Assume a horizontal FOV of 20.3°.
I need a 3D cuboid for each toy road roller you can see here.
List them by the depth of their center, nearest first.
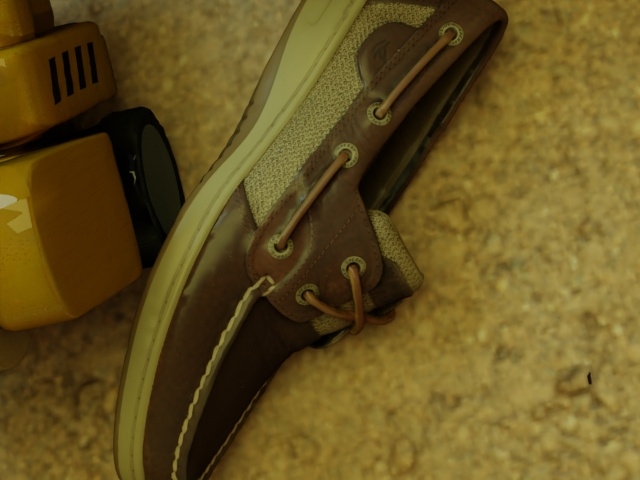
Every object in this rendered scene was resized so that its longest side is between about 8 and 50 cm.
[{"bbox_3d":[-0.217,-0.064,0.957,0.203,0.329,0.240,-12,100,11],"label":"toy road roller"}]

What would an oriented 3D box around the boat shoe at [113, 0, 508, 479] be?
[{"bbox_3d":[0.000,0.000,1.004,0.123,0.123,0.342,25,80,17],"label":"boat shoe"}]
